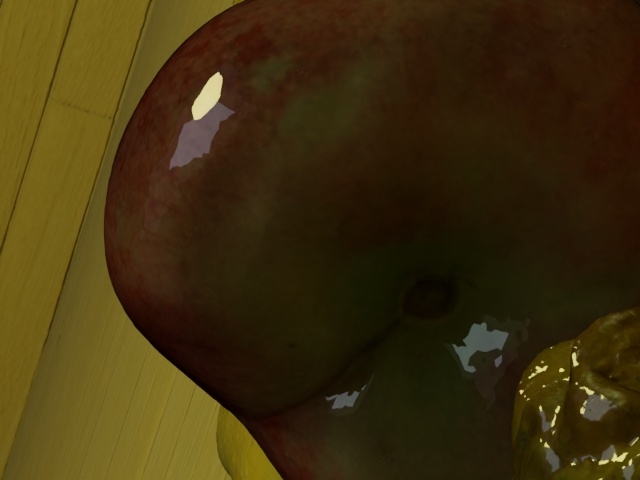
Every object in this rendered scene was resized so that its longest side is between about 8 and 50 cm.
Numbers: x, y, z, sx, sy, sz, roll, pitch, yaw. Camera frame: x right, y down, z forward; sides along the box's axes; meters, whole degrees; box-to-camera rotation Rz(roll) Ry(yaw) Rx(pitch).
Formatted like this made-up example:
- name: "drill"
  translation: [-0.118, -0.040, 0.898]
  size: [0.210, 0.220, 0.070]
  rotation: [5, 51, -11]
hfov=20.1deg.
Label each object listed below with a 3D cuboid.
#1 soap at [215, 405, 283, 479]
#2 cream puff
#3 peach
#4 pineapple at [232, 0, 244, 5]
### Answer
- name: "soap"
  translation: [-0.018, 0.079, 0.784]
  size: [0.168, 0.033, 0.089]
  rotation: [-128, 58, -77]
- name: "cream puff"
  translation: [0.074, 0.047, 0.335]
  size: [0.058, 0.083, 0.083]
  rotation: [-34, -10, -11]
- name: "peach"
  translation: [0.023, 0.003, 0.444]
  size: [0.152, 0.152, 0.152]
  rotation: [-163, 90, -79]
- name: "pineapple"
  translation: [-0.021, -0.060, 0.897]
  size: [0.225, 0.076, 0.225]
  rotation: [-161, 90, -77]
